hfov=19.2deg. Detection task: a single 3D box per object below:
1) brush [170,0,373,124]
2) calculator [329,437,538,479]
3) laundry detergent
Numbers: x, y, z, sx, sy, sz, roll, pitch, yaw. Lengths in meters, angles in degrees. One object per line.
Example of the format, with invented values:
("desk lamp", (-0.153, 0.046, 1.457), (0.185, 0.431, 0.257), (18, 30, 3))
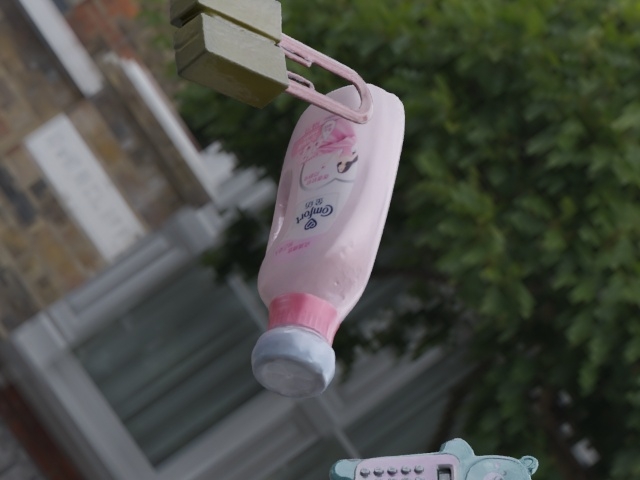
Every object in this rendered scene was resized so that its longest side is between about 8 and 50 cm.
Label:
("brush", (-0.033, -0.166, 1.746), (0.233, 0.047, 0.103), (20, 51, -37))
("calculator", (0.076, 0.167, 1.251), (0.094, 0.141, 0.019), (-91, 176, -52))
("laundry detergent", (0.000, 0.000, 1.862), (0.088, 0.335, 0.159), (35, -41, -26))
